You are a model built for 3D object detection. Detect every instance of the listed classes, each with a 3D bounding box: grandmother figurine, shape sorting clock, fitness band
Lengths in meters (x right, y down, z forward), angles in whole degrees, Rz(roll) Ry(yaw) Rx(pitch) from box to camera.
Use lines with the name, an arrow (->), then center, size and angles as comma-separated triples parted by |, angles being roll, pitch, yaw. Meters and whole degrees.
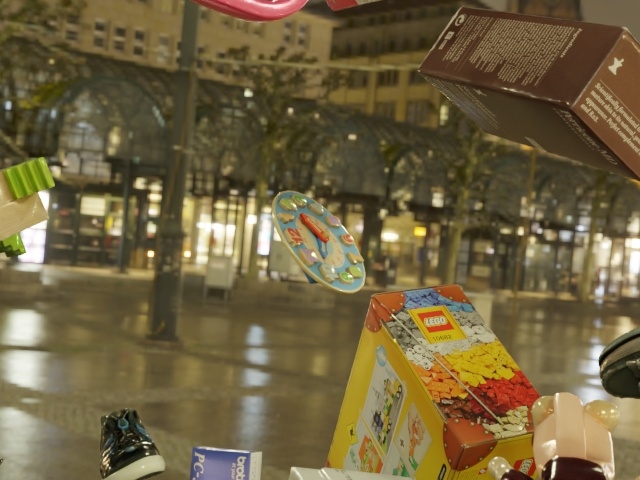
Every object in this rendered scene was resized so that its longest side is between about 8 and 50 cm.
grandmother figurine -> 0.316, 0.297, 1.216 | 0.208, 0.104, 0.342 | -6, 13, 12
shape sorting clock -> 0.000, 0.000, 1.590 | 0.206, 0.206, 0.040 | 5, -39, -50
fitness band -> -0.123, -0.430, 1.387 | 0.291, 0.209, 0.054 | 11, -7, -38

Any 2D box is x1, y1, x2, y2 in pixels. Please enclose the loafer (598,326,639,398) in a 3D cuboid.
loafer -> 0.390, 0.124, 0.952 | 0.096, 0.084, 0.267 | 39, -41, -26

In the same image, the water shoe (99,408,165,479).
water shoe -> -0.238, 0.244, 1.155 | 0.073, 0.080, 0.203 | -18, 0, -20

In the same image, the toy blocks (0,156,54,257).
toy blocks -> -0.619, -0.016, 1.496 | 0.381, 0.190, 0.261 | -7, 17, 40

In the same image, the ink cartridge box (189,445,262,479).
ink cartridge box -> -0.145, 0.410, 1.415 | 0.097, 0.207, 0.046 | 0, -9, 19

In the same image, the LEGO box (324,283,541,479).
LEGO box -> 0.196, 0.395, 1.795 | 0.193, 0.500, 0.372 | -5, 39, -23

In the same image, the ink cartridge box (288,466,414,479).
ink cartridge box -> 0.047, 0.479, 1.334 | 0.197, 0.270, 0.198 | 10, 6, -19

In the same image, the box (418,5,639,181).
box -> 0.336, -0.226, 1.435 | 0.191, 0.143, 0.381 | 36, -3, -31

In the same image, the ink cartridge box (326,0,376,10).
ink cartridge box -> 0.095, -0.506, 1.566 | 0.283, 0.117, 0.207 | -2, -42, 43

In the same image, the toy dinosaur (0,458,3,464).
toy dinosaur -> -0.654, 0.486, 1.688 | 0.164, 0.218, 0.322 | 9, -7, -23
